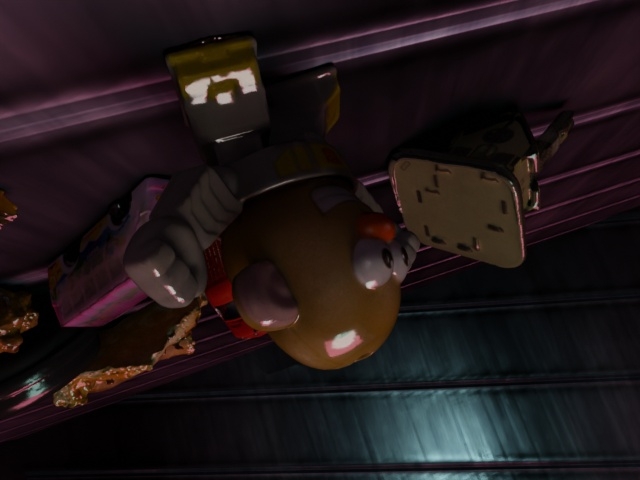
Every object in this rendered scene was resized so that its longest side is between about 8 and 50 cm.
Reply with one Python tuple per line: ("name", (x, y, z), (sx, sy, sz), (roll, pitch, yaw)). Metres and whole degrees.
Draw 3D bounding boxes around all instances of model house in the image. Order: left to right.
("model house", (0.282, -0.127, 0.869), (0.279, 0.218, 0.205), (-47, 135, -28))

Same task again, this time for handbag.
("handbag", (-0.518, 0.214, 0.873), (0.307, 0.093, 0.254), (-21, -162, 5))

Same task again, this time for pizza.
("pizza", (-0.336, 0.189, 1.010), (0.182, 0.074, 0.365), (0, -153, 30))

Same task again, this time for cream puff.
("cream puff", (-0.480, 0.121, 0.772), (0.115, 0.122, 0.094), (22, 149, -3))

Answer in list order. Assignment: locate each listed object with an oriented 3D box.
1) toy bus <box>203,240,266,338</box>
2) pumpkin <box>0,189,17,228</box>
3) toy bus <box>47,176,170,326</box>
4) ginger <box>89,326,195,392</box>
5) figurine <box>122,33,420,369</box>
("toy bus", (-0.126, 0.047, 0.773), (0.081, 0.195, 0.089), (-26, 161, 24))
("pumpkin", (-0.352, -0.022, 0.514), (0.083, 0.054, 0.074), (-27, 169, 6))
("toy bus", (-0.260, 0.024, 0.701), (0.274, 0.112, 0.090), (-30, 155, 35))
("ginger", (-0.475, 0.289, 1.272), (0.236, 0.166, 0.375), (-32, 158, 9))
("figurine", (-0.021, -0.022, 0.493), (0.342, 0.285, 0.167), (-9, 164, -30))
